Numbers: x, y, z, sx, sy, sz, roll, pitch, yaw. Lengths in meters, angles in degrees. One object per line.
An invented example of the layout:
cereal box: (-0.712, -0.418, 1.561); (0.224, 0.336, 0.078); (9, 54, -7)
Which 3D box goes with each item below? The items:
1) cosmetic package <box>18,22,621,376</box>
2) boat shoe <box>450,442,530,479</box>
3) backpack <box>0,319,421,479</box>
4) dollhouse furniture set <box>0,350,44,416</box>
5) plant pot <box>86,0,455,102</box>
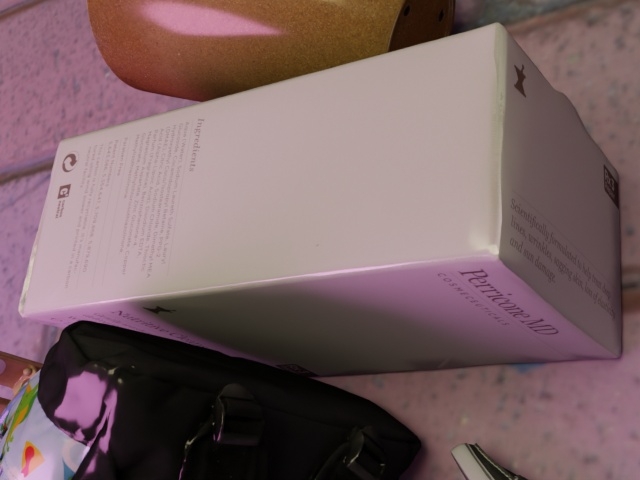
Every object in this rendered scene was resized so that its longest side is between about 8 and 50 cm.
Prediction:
cosmetic package: (0.000, 0.000, 0.703); (0.385, 0.217, 0.156); (-8, 65, 36)
boat shoe: (0.140, 0.182, 0.632); (0.040, 0.049, 0.142); (-36, 52, -6)
backpack: (-0.139, 0.243, 0.675); (0.273, 0.290, 0.355); (15, 86, 48)
dollhouse furniture set: (-0.263, 0.176, 0.869); (0.144, 0.123, 0.151); (-50, 50, 7)
plant pot: (-0.023, -0.205, 0.828); (0.254, 0.237, 0.237); (23, 84, 24)
